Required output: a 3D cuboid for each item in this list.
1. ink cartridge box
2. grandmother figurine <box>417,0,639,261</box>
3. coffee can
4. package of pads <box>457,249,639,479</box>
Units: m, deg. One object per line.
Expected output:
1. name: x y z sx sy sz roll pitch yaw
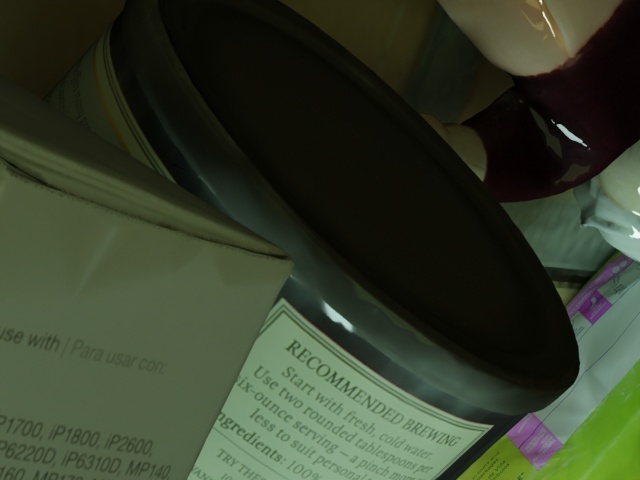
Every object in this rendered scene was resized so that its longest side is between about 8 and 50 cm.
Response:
1. ink cartridge box: -0.178 0.082 0.566 0.131 0.226 0.306 22 97 -53
2. grandmother figurine: 0.107 -0.099 0.837 0.208 0.104 0.342 -44 131 -3
3. coffee can: -0.074 0.065 0.704 0.275 0.201 0.201 -45 133 18
4. package of pads: 0.163 0.162 1.012 0.229 0.101 0.296 38 96 -26
